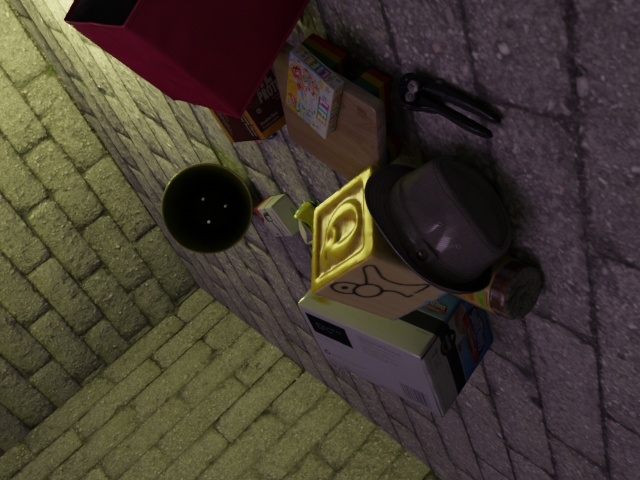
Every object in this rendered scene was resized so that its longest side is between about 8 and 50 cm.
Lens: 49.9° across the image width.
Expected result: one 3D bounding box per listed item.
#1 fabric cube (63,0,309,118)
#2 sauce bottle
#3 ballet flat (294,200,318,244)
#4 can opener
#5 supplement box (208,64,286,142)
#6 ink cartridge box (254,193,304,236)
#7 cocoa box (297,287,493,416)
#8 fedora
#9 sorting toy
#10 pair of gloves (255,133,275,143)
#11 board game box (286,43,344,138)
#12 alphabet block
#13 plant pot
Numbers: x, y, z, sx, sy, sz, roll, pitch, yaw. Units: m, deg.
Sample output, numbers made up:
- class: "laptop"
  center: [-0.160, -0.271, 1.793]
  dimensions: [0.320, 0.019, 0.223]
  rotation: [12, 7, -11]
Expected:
- class: "fabric cube"
  center: [-0.232, -0.401, 1.192]
  dimensions: [0.259, 0.254, 0.258]
  rotation: [23, 173, 46]
- class: "sauce bottle"
  center: [0.261, 0.049, 1.339]
  dimensions: [0.344, 0.111, 0.111]
  rotation: [25, 150, 52]
- class: "ballet flat"
  center: [0.000, 0.000, 1.853]
  dimensions: [0.077, 0.077, 0.231]
  rotation: [15, 143, 56]
- class: "can opener"
  center: [0.198, -0.213, 1.069]
  dimensions: [0.186, 0.073, 0.059]
  rotation: [30, 116, 35]
- class: "supplement box"
  center: [-0.163, -0.329, 1.492]
  dimensions: [0.191, 0.129, 0.194]
  rotation: [56, 160, -21]
- class: "ink cartridge box"
  center: [-0.117, -0.071, 1.992]
  dimensions: [0.109, 0.063, 0.150]
  rotation: [53, 161, -15]
- class: "cocoa box"
  center: [0.172, 0.186, 1.551]
  dimensions: [0.347, 0.228, 0.231]
  rotation: [19, 146, 39]
- class: "fedora"
  center: [0.217, -0.046, 1.150]
  dimensions: [0.275, 0.243, 0.124]
  rotation: [54, 132, 6]
- class: "sorting toy"
  center: [0.042, -0.238, 1.285]
  dimensions: [0.257, 0.089, 0.255]
  rotation: [38, 158, 27]
- class: "pair of gloves"
  center: [-0.189, -0.324, 1.723]
  dimensions: [0.198, 0.023, 0.159]
  rotation: [49, 161, -4]
- class: "board game box"
  center: [-0.012, -0.254, 1.190]
  dimensions: [0.103, 0.026, 0.154]
  rotation: [43, 160, 13]
- class: "alphabet block"
  center: [0.115, 0.011, 1.268]
  dimensions: [0.197, 0.194, 0.192]
  rotation: [22, 142, -29]
- class: "plant pot"
  center: [-0.354, -0.104, 2.204]
  dimensions: [0.275, 0.274, 0.293]
  rotation: [50, 178, -6]
